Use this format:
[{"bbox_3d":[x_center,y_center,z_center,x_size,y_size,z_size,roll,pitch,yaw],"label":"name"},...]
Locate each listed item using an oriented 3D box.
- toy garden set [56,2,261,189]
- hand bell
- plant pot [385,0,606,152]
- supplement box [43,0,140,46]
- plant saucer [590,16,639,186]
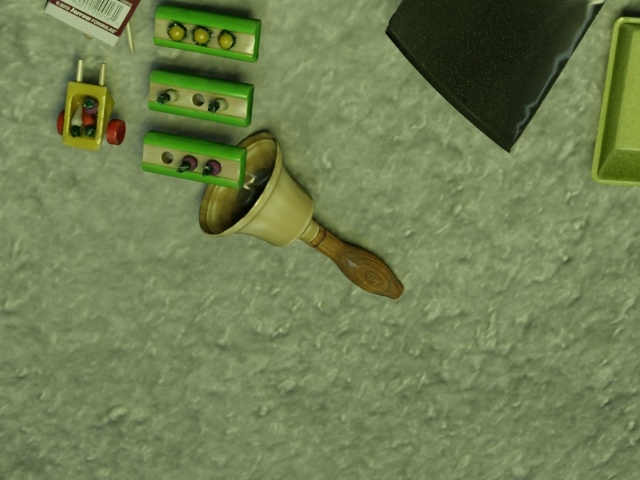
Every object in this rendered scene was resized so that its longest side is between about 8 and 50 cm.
[{"bbox_3d":[-0.168,-0.182,1.786,0.204,0.049,0.244,11,109,14],"label":"toy garden set"},{"bbox_3d":[0.000,0.000,1.899,0.242,0.126,0.126,35,115,-29],"label":"hand bell"},{"bbox_3d":[0.171,-0.227,1.718,0.167,0.188,0.187,29,116,-1],"label":"plant pot"},{"bbox_3d":[-0.151,-0.301,1.521,0.073,0.130,0.239,26,116,-17],"label":"supplement box"},{"bbox_3d":[0.382,-0.146,1.826,0.188,0.045,0.188,4,118,-1],"label":"plant saucer"}]
